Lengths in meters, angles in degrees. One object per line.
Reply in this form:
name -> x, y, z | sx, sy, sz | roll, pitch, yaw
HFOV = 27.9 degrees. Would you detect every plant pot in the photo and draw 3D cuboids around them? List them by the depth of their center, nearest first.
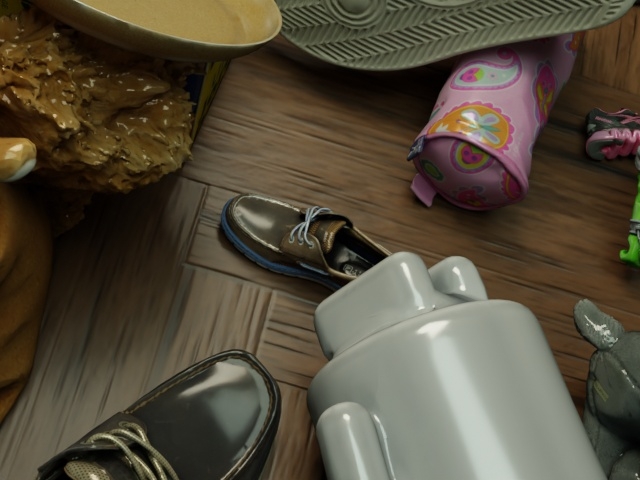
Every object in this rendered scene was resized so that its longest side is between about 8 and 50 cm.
plant pot -> -0.143, -0.193, 0.948 | 0.236, 0.032, 0.236 | 20, 28, -11

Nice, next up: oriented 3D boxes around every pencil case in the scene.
pencil case -> 0.177, -0.159, 1.241 | 0.124, 0.124, 0.284 | 25, 62, 0

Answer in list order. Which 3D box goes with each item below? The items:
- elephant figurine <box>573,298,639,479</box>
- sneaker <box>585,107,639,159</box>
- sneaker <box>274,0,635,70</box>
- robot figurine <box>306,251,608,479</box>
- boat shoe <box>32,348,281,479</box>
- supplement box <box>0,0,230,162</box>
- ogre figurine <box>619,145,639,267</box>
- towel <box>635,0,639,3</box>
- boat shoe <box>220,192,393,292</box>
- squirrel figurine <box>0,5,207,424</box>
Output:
elephant figurine -> 0.353, 0.153, 1.126 | 0.239, 0.186, 0.169 | -7, 22, -28
sneaker -> 0.320, -0.112, 1.295 | 0.119, 0.047, 0.057 | 3, 52, -14
sneaker -> 0.121, -0.254, 1.185 | 0.350, 0.131, 0.148 | -1, 45, 18
robot figurine -> 0.115, 0.185, 1.006 | 0.300, 0.200, 0.353 | 3, 59, -45
boat shoe -> -0.153, 0.208, 0.969 | 0.132, 0.130, 0.355 | 41, 62, 8
supplement box -> -0.240, -0.251, 1.140 | 0.357, 0.195, 0.194 | 22, 61, -2
ogre figurine -> 0.362, -0.054, 1.235 | 0.197, 0.097, 0.118 | -15, 107, -7
towel -> 0.391, -0.421, 1.355 | 0.121, 0.235, 0.283 | 23, 62, -6
boat shoe -> 0.000, 0.000, 1.145 | 0.183, 0.066, 0.066 | 24, 61, -1
squirrel figurine -> -0.282, -0.053, 0.931 | 0.281, 0.370, 0.397 | 39, 62, 7
